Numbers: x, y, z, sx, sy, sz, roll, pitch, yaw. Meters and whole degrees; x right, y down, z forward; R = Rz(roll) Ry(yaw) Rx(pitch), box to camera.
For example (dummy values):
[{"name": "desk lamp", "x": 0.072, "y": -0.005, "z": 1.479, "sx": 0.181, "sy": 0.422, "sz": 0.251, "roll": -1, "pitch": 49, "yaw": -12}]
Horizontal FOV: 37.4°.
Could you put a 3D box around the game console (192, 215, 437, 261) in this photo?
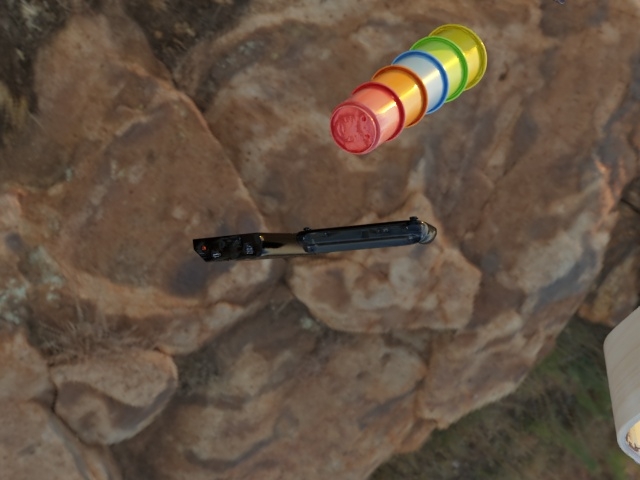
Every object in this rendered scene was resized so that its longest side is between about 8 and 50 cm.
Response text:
[{"name": "game console", "x": 0.000, "y": 0.000, "z": 1.437, "sx": 0.213, "sy": 0.362, "sz": 0.043, "roll": -1, "pitch": 86, "yaw": -67}]

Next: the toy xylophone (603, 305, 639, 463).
[{"name": "toy xylophone", "x": 0.360, "y": 0.104, "z": 0.829, "sx": 0.081, "sy": 0.236, "sz": 0.322, "roll": 24, "pitch": 140, "yaw": -14}]

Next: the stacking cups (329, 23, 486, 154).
[{"name": "stacking cups", "x": 0.103, "y": -0.186, "z": 1.172, "sx": 0.316, "sy": 0.096, "sz": 0.096, "roll": -39, "pitch": 141, "yaw": -49}]

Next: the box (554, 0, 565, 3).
[{"name": "box", "x": 0.275, "y": -0.460, "z": 1.305, "sx": 0.203, "sy": 0.167, "sz": 0.168, "roll": 25, "pitch": 110, "yaw": -17}]
